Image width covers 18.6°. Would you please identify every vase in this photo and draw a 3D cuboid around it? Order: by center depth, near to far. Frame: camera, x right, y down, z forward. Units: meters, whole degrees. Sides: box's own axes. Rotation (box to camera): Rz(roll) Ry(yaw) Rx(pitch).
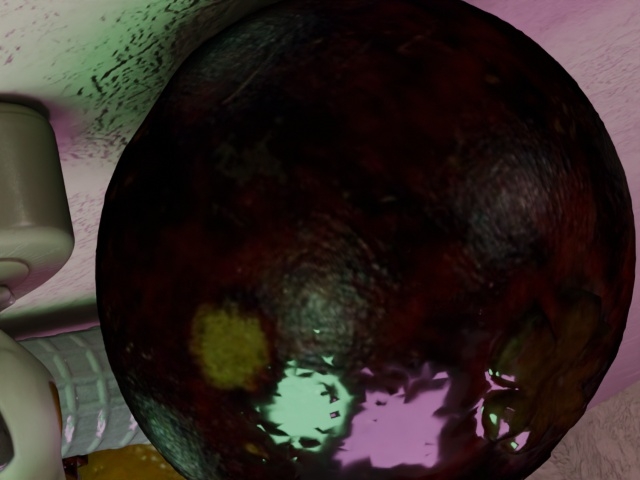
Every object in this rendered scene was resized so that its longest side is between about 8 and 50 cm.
[{"bbox_3d":[-0.176,0.118,1.525,0.299,0.143,0.143,-8,161,-38],"label":"vase"}]

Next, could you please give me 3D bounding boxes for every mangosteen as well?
[{"bbox_3d":[0.000,0.000,1.087,0.306,0.359,0.306,-29,133,-36],"label":"mangosteen"}]

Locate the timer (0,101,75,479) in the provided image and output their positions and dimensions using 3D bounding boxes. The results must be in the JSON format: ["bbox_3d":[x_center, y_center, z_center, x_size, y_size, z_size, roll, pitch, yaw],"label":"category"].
[{"bbox_3d":[-0.183,0.080,1.052,0.175,0.266,0.175,-22,167,-5],"label":"timer"}]

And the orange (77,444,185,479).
[{"bbox_3d":[-0.160,0.247,1.817,0.274,0.274,0.310,-21,129,-7],"label":"orange"}]

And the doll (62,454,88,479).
[{"bbox_3d":[-0.285,0.186,1.669,0.134,0.106,0.186,10,149,-36],"label":"doll"}]
